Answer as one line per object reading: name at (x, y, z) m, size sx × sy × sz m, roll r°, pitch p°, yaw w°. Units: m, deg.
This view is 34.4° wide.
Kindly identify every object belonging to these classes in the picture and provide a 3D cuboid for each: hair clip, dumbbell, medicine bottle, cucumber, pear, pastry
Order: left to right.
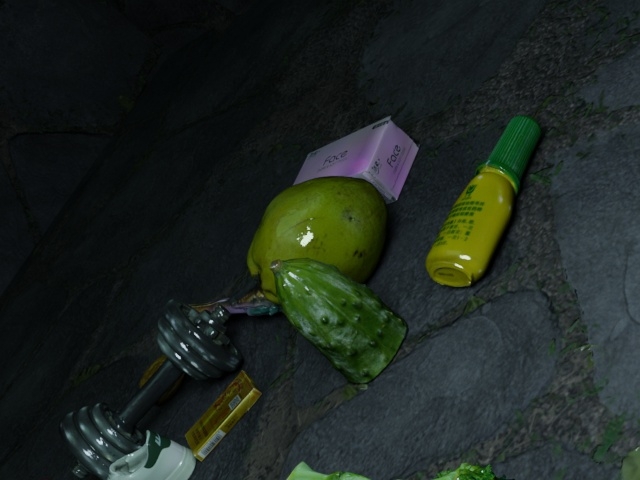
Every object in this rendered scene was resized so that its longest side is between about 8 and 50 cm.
dumbbell at (-0.306, 0.274, 1.873) m, size 0.406 × 0.179 × 0.179 m, roll -48°, pitch 23°, yaw 2°
pastry at (-0.311, 0.273, 2.038) m, size 0.109 × 0.057 × 0.097 m, roll -35°, pitch 21°, yaw 21°
hair clip at (-0.174, 0.120, 1.987) m, size 0.358 × 0.095 × 0.110 m, roll -20°, pitch 35°, yaw 50°
pear at (0.000, 0.000, 1.736) m, size 0.269 × 0.212 × 0.212 m, roll -37°, pitch 20°, yaw -18°
cucumber at (0.008, 0.100, 1.532) m, size 0.134 × 0.244 × 0.134 m, roll -32°, pitch 34°, yaw 24°
medicine bottle at (0.256, -0.067, 1.566) m, size 0.111 × 0.076 × 0.309 m, roll -4°, pitch 49°, yaw 50°

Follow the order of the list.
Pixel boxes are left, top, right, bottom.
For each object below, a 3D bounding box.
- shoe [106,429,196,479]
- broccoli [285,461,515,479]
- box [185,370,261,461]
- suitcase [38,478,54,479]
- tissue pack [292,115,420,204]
shoe at (-0.338, 0.430, 1.775) m, size 0.265 × 0.110 × 0.095 m, roll -43°, pitch 25°, yaw 4°
broccoli at (0.069, 0.328, 1.058) m, size 0.269 × 0.269 × 0.254 m, roll -58°, pitch -4°, yaw -23°
box at (-0.169, 0.302, 1.788) m, size 0.156 × 0.022 × 0.089 m, roll -49°, pitch 25°, yaw -3°
suitcase at (-0.559, 0.566, 1.784) m, size 0.297 × 0.161 × 0.236 m, roll -25°, pitch 22°, yaw 2°
tissue pack at (0.056, -0.122, 1.972) m, size 0.246 × 0.092 × 0.149 m, roll -20°, pitch 37°, yaw 46°
